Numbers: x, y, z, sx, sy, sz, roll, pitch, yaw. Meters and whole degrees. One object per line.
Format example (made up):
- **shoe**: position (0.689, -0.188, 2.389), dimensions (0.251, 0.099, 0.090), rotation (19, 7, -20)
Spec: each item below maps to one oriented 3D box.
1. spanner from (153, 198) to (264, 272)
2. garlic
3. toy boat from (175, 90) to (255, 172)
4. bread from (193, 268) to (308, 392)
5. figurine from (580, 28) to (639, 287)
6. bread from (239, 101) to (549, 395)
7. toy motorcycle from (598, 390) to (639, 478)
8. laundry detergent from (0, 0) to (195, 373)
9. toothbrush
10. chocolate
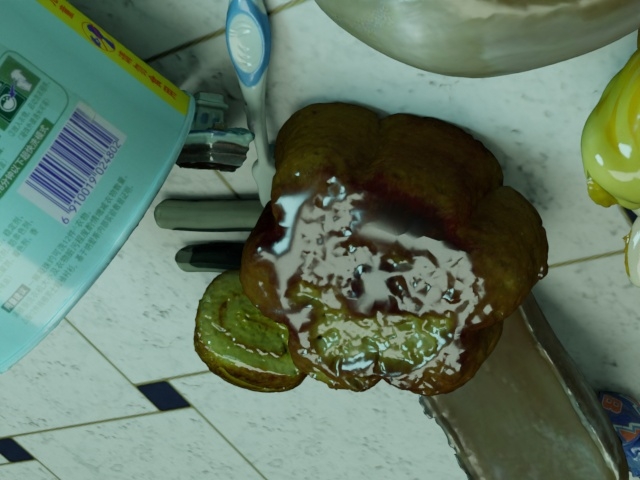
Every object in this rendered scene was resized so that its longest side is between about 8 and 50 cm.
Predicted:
- **spanner**: position (0.000, 0.000, 1.142), dimensions (0.325, 0.040, 0.095), rotation (3, 138, 23)
- **garlic**: position (0.141, -0.180, 0.840), dimensions (0.318, 0.112, 0.143), rotation (-16, 126, 23)
- **toy boat**: position (-0.095, -0.092, 1.050), dimensions (0.059, 0.066, 0.140), rotation (8, 178, -21)
- **bread**: position (-0.055, 0.090, 1.179), dimensions (0.132, 0.103, 0.172), rotation (18, 169, -2)
- **figurine**: position (0.259, -0.050, 0.908), dimensions (0.156, 0.131, 0.246), rotation (-19, 134, -6)
- **bread**: position (0.055, 0.020, 1.018), dimensions (0.246, 0.135, 0.232), rotation (19, 114, 7)
- **toy motorcycle**: position (0.247, 0.194, 1.233), dimensions (0.205, 0.076, 0.114), rotation (0, 127, 27)
- **laundry detergent**: position (-0.303, -0.094, 0.974), dimensions (0.305, 0.287, 0.287), rotation (38, 138, -20)
- **toothbrush**: position (-0.059, -0.166, 0.979), dimensions (0.040, 0.040, 0.386), rotation (8, 139, 16)
- **chocolate**: position (0.185, 0.146, 1.155), dimensions (0.161, 0.083, 0.261), rotation (-28, 91, 40)
